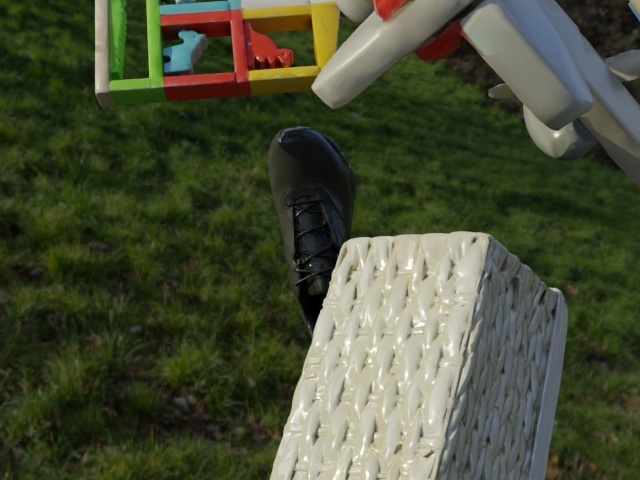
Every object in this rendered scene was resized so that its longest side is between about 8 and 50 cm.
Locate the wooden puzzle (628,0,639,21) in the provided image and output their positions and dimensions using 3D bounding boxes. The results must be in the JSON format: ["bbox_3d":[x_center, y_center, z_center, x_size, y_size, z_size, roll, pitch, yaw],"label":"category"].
[{"bbox_3d":[0.672,-0.362,1.284,0.348,0.322,0.080,-32,-2,-33],"label":"wooden puzzle"}]

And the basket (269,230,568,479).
[{"bbox_3d":[0.056,0.084,0.407,0.113,0.103,0.167,-4,58,41],"label":"basket"}]

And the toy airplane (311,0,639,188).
[{"bbox_3d":[0.091,-0.212,0.506,0.384,0.386,0.272,-4,-9,-34],"label":"toy airplane"}]

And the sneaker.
[{"bbox_3d":[0.000,0.000,0.908,0.109,0.286,0.130,-11,27,8],"label":"sneaker"}]

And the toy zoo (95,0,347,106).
[{"bbox_3d":[-0.096,-0.245,0.808,0.293,0.030,0.192,-5,68,-4],"label":"toy zoo"}]
